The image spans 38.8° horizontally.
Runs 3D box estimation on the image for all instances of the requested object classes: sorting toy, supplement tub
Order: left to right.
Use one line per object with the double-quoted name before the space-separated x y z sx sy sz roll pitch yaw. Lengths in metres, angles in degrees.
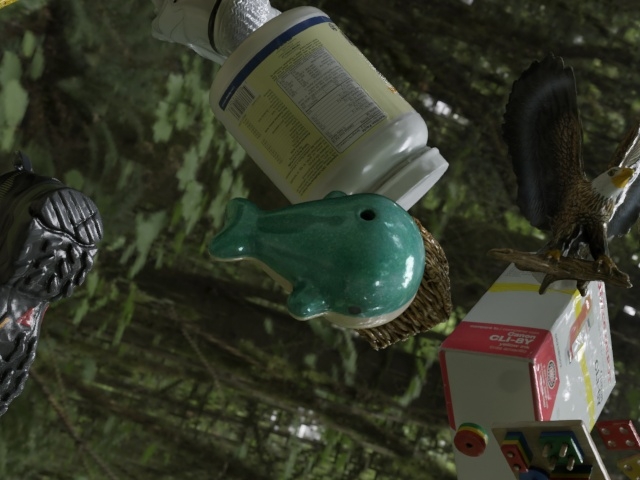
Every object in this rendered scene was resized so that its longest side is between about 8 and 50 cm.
"supplement tub" 0.013 -0.167 1.386 0.235 0.325 0.235 -41 172 -7
"sorting toy" 0.319 0.308 1.234 0.274 0.132 0.046 -11 -152 36

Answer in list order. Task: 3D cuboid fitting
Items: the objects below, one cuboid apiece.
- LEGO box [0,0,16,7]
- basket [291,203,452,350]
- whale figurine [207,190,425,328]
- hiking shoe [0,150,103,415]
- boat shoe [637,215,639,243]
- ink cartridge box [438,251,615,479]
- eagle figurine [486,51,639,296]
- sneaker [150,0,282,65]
"LEGO box" -0.458 -0.478 1.078 0.500 0.193 0.372 -38 136 -31
"basket" 0.103 0.011 1.641 0.213 0.299 0.223 -28 -143 27
"whale figurine" 0.000 0.000 1.145 0.141 0.272 0.216 102 7 -49
"hiking shoe" -0.249 0.047 0.643 0.114 0.086 0.227 32 -96 42
"boat shoe" 0.299 -0.009 0.708 0.206 0.075 0.065 71 17 -76
"ink cartridge box" 0.361 0.216 1.527 0.385 0.160 0.279 -38 122 -50
"eagle figurine" 0.369 -0.080 1.244 0.225 0.226 0.298 -10 -121 44
"sneaker" -0.162 -0.365 1.601 0.137 0.210 0.366 -64 162 -2
